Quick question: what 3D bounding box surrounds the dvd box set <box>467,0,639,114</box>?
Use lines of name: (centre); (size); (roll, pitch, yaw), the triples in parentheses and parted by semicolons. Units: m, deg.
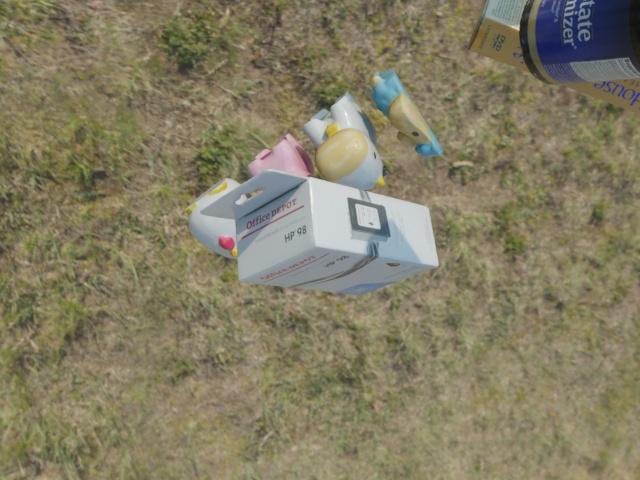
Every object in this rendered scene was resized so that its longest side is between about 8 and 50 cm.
dvd box set: (0.445, -0.305, 1.032); (0.062, 0.420, 0.307); (109, 3, -50)

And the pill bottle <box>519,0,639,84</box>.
pill bottle: (0.343, -0.240, 0.779); (0.123, 0.219, 0.122); (-5, 99, -35)

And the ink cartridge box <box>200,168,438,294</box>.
ink cartridge box: (0.000, 0.000, 0.597); (0.180, 0.104, 0.060); (10, 66, -40)

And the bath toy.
bath toy: (-0.020, -0.074, 0.911); (0.348, 0.151, 0.129); (-31, 104, 21)
